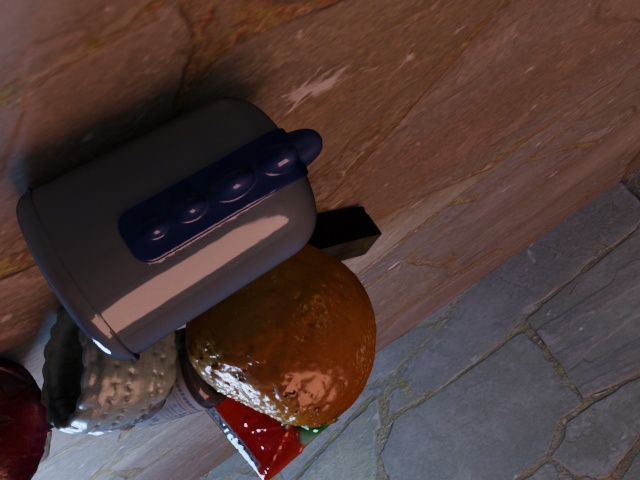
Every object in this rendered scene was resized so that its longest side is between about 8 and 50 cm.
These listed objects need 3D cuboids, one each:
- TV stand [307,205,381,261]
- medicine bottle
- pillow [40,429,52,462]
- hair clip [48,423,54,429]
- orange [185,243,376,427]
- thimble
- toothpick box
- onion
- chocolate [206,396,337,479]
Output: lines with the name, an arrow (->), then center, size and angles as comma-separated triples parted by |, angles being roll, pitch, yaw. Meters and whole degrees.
TV stand -> 0.000, 0.000, 1.300 | 0.270, 0.088, 0.082 | -14, 150, -42
medicine bottle -> -0.330, 0.278, 1.206 | 0.274, 0.165, 0.165 | -20, 161, 11
pillow -> -0.674, 0.466, 1.273 | 0.230, 0.050, 0.148 | -18, 147, -41
hair clip -> -0.590, 0.399, 1.359 | 0.230, 0.039, 0.070 | -26, 157, -11
orange -> -0.062, 0.153, 1.079 | 0.293, 0.341, 0.340 | -63, 167, -20
thimble -> -0.352, 0.197, 1.020 | 0.172, 0.205, 0.250 | 8, 116, -45
toothpick box -> -0.158, -0.036, 0.773 | 0.355, 0.263, 0.263 | -32, 159, -13
onion -> -0.567, 0.342, 1.001 | 0.273, 0.230, 0.256 | 7, 134, -50
chocolate -> -0.114, 0.299, 1.410 | 0.341, 0.360, 0.161 | -49, 167, 25
